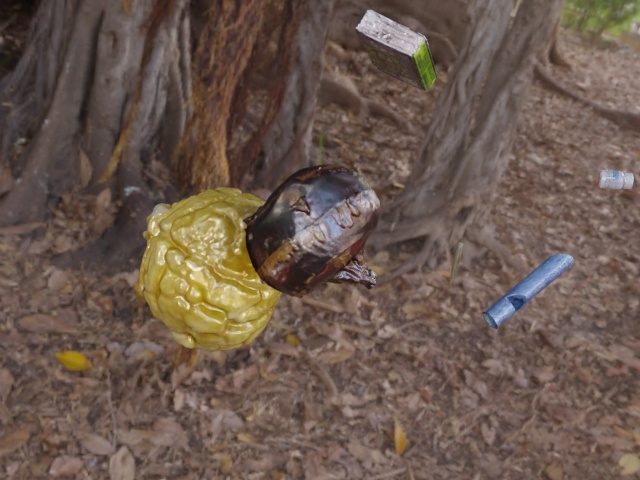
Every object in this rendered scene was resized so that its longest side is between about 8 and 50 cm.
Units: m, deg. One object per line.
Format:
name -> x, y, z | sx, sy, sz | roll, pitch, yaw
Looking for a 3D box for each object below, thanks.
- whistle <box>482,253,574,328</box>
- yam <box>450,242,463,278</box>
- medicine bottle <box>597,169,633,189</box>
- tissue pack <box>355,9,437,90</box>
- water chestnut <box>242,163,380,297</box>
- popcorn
whistle -> 0.579, 0.131, 1.973 | 0.304, 0.062, 0.062 | -36, 46, -14
yam -> 0.415, 0.062, 2.156 | 0.021, 0.116, 0.021 | 8, 16, -2
medicine bottle -> 0.833, -0.170, 2.001 | 0.089, 0.052, 0.052 | 6, 23, 11
tissue pack -> 0.195, -0.471, 1.780 | 0.173, 0.073, 0.235 | 31, 0, 19
water chestnut -> 0.000, 0.000, 1.432 | 0.300, 0.300, 0.300 | 12, 25, -6
popcorn -> -0.246, 0.055, 1.693 | 0.344, 0.354, 0.390 | 23, 35, -36
